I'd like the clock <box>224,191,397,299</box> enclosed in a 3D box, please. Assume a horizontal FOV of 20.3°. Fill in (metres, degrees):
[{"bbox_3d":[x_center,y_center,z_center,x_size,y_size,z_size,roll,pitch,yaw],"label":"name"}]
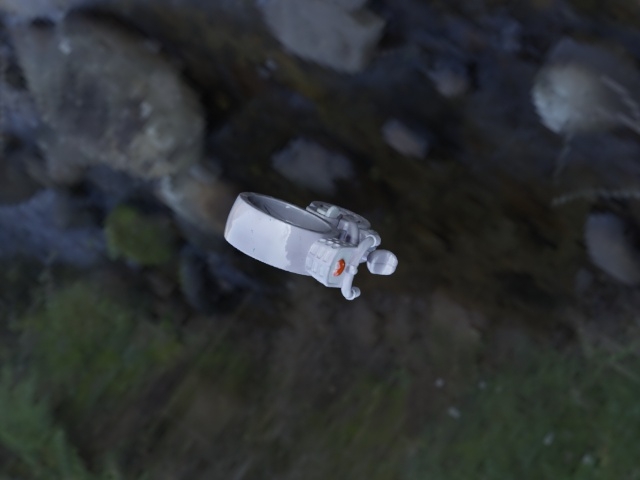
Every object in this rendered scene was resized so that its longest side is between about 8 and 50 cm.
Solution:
[{"bbox_3d":[0.000,0.000,1.076,0.087,0.041,0.129,26,-168,23],"label":"clock"}]
